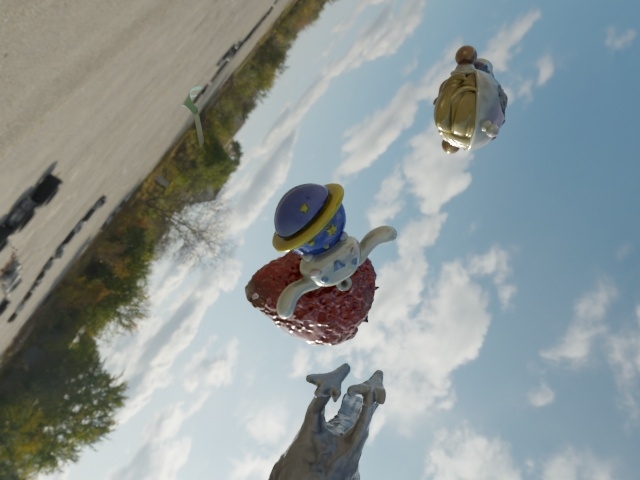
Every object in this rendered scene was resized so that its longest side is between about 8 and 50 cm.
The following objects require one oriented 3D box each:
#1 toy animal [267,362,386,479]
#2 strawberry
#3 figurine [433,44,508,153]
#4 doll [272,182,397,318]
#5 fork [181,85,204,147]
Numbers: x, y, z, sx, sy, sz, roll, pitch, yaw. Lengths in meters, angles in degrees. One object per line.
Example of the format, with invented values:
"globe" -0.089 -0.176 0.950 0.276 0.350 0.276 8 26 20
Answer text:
"toy animal" 0.008 0.206 0.467 0.367 0.081 0.205 -46 152 -59
"strawberry" -0.007 0.148 1.235 0.310 0.291 0.292 -30 -179 -40
"figurine" 0.289 -0.257 0.900 0.274 0.133 0.193 -31 132 -65
"doll" -0.026 0.013 1.029 0.311 0.243 0.160 -49 -141 -2
"fork" -0.173 -0.175 0.642 0.039 0.021 0.235 -55 -151 17
